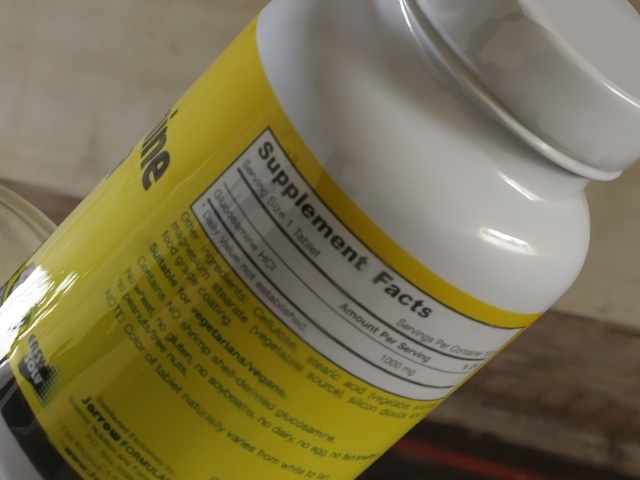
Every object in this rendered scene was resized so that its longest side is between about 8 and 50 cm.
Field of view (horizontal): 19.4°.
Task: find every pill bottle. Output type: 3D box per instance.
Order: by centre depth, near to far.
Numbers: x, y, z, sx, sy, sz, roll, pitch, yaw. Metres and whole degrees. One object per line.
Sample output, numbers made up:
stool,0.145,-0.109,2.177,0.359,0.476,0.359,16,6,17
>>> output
pill bottle,0.000,0.000,0.869,0.188,0.334,0.188,37,25,-21

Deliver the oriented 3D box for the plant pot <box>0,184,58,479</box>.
plant pot,-0.316,0.074,1.238,0.334,0.334,0.305,11,-12,2
